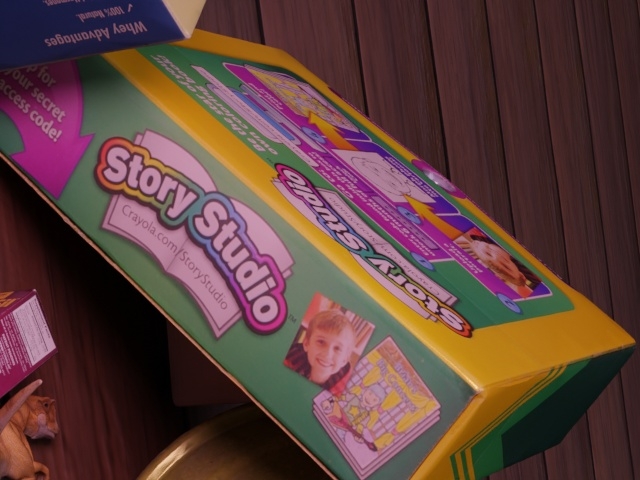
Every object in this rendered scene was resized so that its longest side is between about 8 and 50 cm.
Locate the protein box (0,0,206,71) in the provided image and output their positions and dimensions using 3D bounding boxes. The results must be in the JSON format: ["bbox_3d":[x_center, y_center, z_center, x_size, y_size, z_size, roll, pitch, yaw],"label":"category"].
[{"bbox_3d":[-0.178,-0.208,0.753,0.201,0.200,0.136,58,36,-41],"label":"protein box"}]

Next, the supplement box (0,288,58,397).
[{"bbox_3d":[-0.198,0.065,0.814,0.083,0.055,0.043,-45,122,-59],"label":"supplement box"}]

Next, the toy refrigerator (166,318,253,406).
[{"bbox_3d":[-0.007,0.073,1.142,0.269,0.102,0.094,1,83,-63],"label":"toy refrigerator"}]

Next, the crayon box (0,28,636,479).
[{"bbox_3d":[0.000,0.000,0.930,0.106,0.363,0.313,-55,158,17],"label":"crayon box"}]

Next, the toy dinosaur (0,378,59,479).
[{"bbox_3d":[-0.184,0.123,0.793,0.211,0.064,0.112,164,-67,-83],"label":"toy dinosaur"}]

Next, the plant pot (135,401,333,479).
[{"bbox_3d":[0.025,0.248,0.867,0.276,0.254,0.276,-1,92,-24],"label":"plant pot"}]
